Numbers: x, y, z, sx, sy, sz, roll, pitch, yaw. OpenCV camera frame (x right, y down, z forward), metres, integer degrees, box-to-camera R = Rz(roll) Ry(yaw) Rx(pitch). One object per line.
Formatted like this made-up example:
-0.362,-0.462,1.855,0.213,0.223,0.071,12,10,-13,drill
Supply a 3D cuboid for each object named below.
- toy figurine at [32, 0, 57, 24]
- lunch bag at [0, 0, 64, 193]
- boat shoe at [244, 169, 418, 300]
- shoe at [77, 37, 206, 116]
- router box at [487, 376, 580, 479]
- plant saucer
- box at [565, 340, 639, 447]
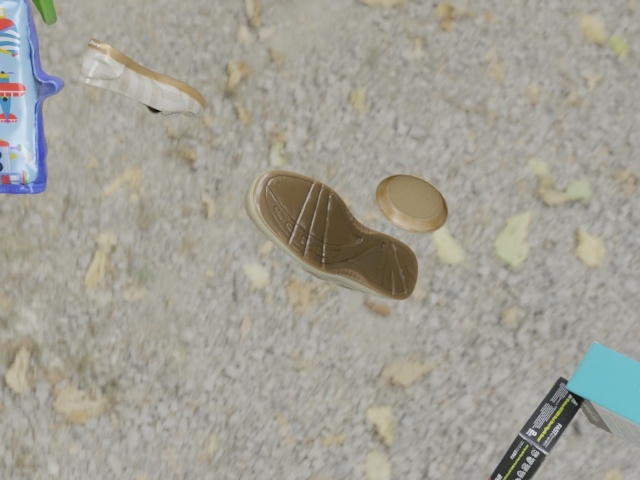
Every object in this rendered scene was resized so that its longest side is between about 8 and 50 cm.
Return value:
-0.228,-0.163,0.680,0.159,0.173,0.130,-18,46,-10,toy figurine
-0.413,-0.164,1.510,0.293,0.138,0.220,2,107,11,lunch bag
0.000,0.000,1.851,0.302,0.098,0.109,29,69,-39,boat shoe
-0.236,-0.201,1.865,0.077,0.219,0.058,19,86,40,shoe
0.226,0.211,1.483,0.038,0.092,0.122,35,38,11,router box
0.100,-0.043,1.515,0.083,0.083,0.015,28,49,2,plant saucer
0.368,0.188,1.385,0.244,0.100,0.060,26,76,36,box
